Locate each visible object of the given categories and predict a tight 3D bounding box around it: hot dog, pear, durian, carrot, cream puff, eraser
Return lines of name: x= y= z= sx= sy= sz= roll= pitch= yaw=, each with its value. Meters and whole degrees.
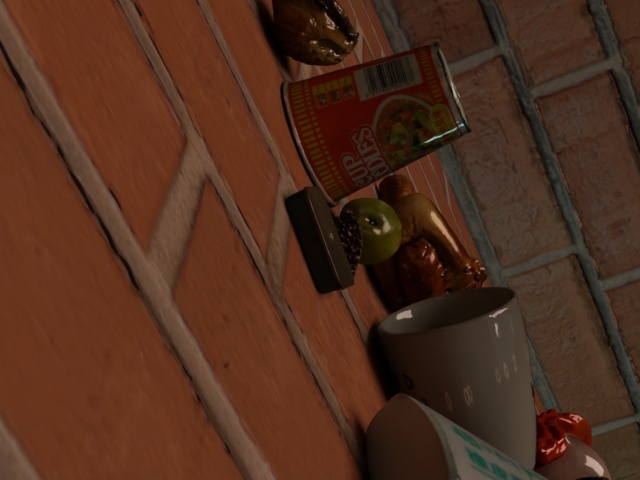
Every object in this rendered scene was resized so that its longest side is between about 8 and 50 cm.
hot dog: x=0.158 y=0.037 z=1.685 sx=0.153 sy=0.150 sz=0.256 roll=64 pitch=9 yaw=20
pear: x=0.066 y=-0.012 z=1.495 sx=0.097 sy=0.092 sz=0.092 roll=-43 pitch=111 yaw=-79
durian: x=0.033 y=0.002 z=1.405 sx=0.130 sy=0.052 sz=0.066 roll=-98 pitch=164 yaw=-55
carrot: x=0.134 y=-0.027 z=1.902 sx=0.210 sy=0.061 sz=0.061 roll=-90 pitch=157 yaw=-49
cream puff: x=-0.015 y=-0.296 z=1.562 sx=0.133 sy=0.104 sz=0.119 roll=50 pitch=-6 yaw=-25
eraser: x=0.188 y=0.294 z=1.225 sx=0.290 sy=0.104 sz=0.189 roll=33 pitch=11 yaw=-30

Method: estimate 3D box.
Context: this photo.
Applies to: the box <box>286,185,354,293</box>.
box: x=0.000 y=0.000 z=1.312 sx=0.091 sy=0.031 sz=0.126 roll=-18 pitch=88 yaw=-78

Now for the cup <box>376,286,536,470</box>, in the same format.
cup: x=0.179 y=0.194 z=1.511 sx=0.258 sy=0.186 sz=0.234 roll=-164 pitch=-121 yaw=-71

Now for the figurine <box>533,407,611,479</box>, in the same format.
figurine: x=0.381 y=0.385 z=1.611 sx=0.306 sy=0.411 sz=0.241 roll=-20 pitch=111 yaw=-39

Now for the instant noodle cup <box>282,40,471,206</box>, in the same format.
instant noodle cup: x=0.082 y=-0.168 z=1.516 sx=0.193 sy=0.212 sz=0.193 roll=-21 pitch=90 yaw=-78
